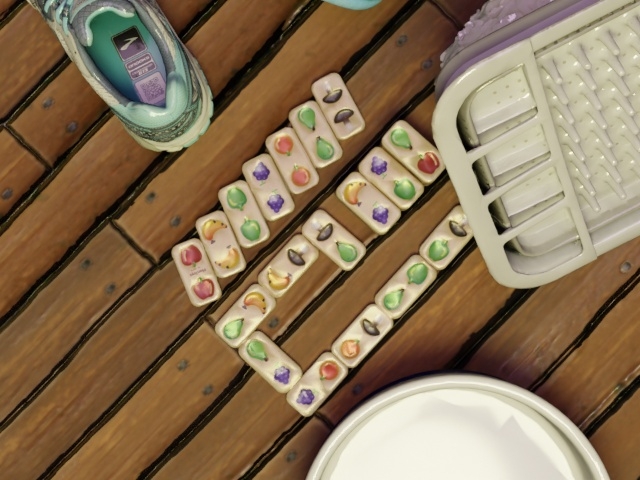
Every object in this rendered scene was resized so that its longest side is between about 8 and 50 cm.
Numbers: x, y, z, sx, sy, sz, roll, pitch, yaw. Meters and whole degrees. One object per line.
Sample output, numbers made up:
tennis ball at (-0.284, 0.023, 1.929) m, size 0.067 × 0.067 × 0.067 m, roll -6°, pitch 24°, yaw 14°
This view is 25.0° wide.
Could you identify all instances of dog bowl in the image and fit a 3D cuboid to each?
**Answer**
dog bowl at (0.113, 0.242, 1.220) m, size 0.264 × 0.104 × 0.265 m, roll 0°, pitch 88°, yaw 1°

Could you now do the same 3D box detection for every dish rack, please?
dish rack at (0.253, -0.120, 1.169) m, size 0.332 × 0.285 × 0.072 m, roll -26°, pitch 49°, yaw 3°

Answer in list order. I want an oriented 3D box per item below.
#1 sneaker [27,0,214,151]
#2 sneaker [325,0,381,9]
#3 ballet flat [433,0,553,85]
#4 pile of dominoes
sneaker at (-0.188, -0.206, 1.228) m, size 0.110 × 0.122 × 0.283 m, roll -38°, pitch 88°, yaw 0°
sneaker at (-0.017, -0.331, 1.194) m, size 0.127 × 0.208 × 0.319 m, roll -27°, pitch 83°, yaw -43°
ballet flat at (0.272, -0.226, 1.229) m, size 0.408 × 0.147 × 0.147 m, roll -22°, pitch 88°, yaw -2°
pile of dominoes at (0.000, 0.000, 1.260) m, size 0.196 × 0.040 × 0.251 m, roll 42°, pitch 90°, yaw 2°
